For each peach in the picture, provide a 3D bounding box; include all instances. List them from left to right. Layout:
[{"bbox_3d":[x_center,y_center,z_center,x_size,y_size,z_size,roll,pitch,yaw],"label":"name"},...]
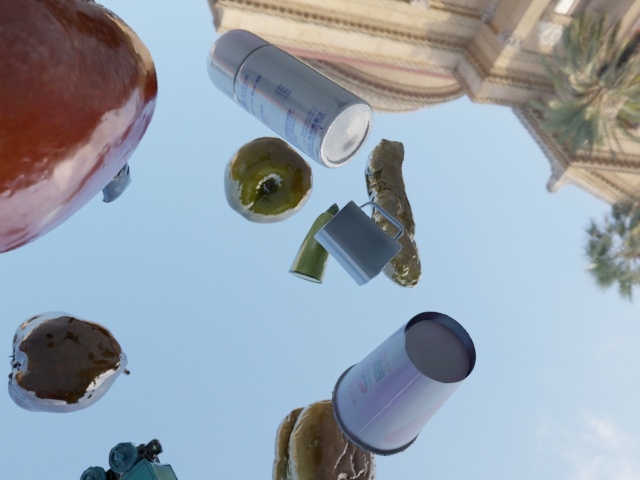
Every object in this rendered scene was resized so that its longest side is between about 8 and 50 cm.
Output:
[{"bbox_3d":[-0.147,-0.161,1.751,0.251,0.251,0.153,18,-158,-10],"label":"peach"}]

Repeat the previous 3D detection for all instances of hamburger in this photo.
[{"bbox_3d":[0.018,0.542,1.551,0.290,0.170,0.314,32,-128,-45],"label":"hamburger"}]

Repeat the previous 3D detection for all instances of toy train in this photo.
[{"bbox_3d":[-0.380,0.491,1.251,0.198,0.107,0.154,-39,-121,-1],"label":"toy train"}]

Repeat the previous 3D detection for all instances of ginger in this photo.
[{"bbox_3d":[0.159,-0.069,1.476,0.363,0.122,0.347,-19,-88,-71],"label":"ginger"}]

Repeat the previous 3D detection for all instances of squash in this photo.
[{"bbox_3d":[0.000,0.000,1.615,0.094,0.094,0.224,23,-106,-4],"label":"squash"}]

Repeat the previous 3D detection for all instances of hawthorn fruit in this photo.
[{"bbox_3d":[-0.504,0.252,1.296,0.248,0.208,0.208,10,-138,-39],"label":"hawthorn fruit"}]

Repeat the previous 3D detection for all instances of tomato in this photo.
[{"bbox_3d":[-0.322,-0.143,0.545,0.341,0.272,0.341,34,-172,-6],"label":"tomato"}]

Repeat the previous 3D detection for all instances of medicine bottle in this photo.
[{"bbox_3d":[-0.071,-0.262,1.110,0.130,0.130,0.341,-23,-131,-41],"label":"medicine bottle"}]

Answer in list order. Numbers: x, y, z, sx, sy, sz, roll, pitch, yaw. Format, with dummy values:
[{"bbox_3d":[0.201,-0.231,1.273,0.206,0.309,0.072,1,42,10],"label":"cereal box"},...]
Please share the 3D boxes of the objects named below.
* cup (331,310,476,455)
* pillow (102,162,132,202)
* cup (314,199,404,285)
[{"bbox_3d":[0.158,0.256,1.161,0.203,0.288,0.202,10,-127,-13],"label":"cup"},{"bbox_3d":[-0.484,-0.143,1.491,0.048,0.150,0.090,27,-115,-1],"label":"pillow"},{"bbox_3d":[0.077,-0.005,1.105,0.129,0.095,0.128,45,-101,-1],"label":"cup"}]
